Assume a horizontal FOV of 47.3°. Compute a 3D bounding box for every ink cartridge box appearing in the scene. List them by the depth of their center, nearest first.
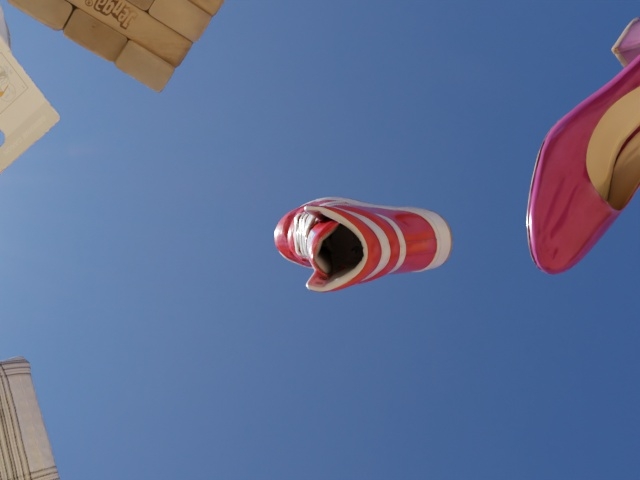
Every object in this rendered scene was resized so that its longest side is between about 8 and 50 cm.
[{"bbox_3d":[-0.289,-0.119,0.558,0.145,0.045,0.179,-38,-91,12],"label":"ink cartridge box"}]

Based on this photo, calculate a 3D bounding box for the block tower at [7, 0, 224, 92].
[{"bbox_3d":[-0.035,-0.229,0.359,0.091,0.097,0.335,30,-67,-25],"label":"block tower"}]

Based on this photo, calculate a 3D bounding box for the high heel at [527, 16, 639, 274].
[{"bbox_3d":[0.367,-0.123,0.805,0.127,0.181,0.377,33,-103,-29],"label":"high heel"}]

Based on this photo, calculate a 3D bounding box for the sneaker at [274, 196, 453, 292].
[{"bbox_3d":[0.000,0.000,0.371,0.119,0.067,0.042,1,-84,47],"label":"sneaker"}]

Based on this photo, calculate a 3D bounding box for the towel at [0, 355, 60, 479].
[{"bbox_3d":[-0.443,0.311,0.867,0.056,0.312,0.324,-20,-100,26],"label":"towel"}]
